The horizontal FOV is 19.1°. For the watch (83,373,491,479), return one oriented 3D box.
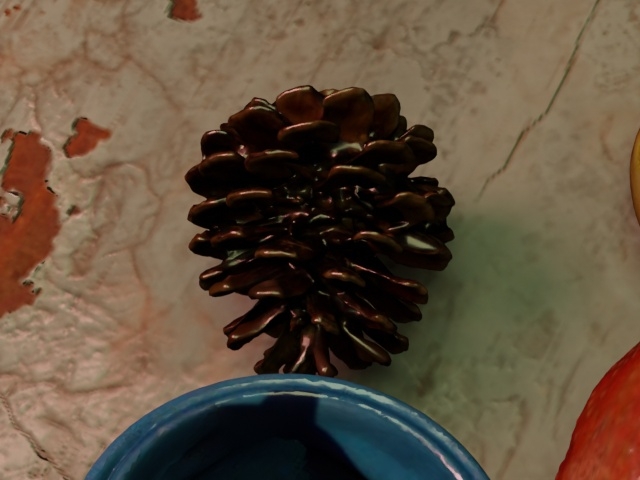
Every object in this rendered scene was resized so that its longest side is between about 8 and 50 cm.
[{"bbox_3d":[0.006,0.220,0.973,0.305,0.241,0.274,22,53,11],"label":"watch"}]

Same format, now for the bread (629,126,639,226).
[{"bbox_3d":[0.293,-0.044,1.129,0.213,0.104,0.213,-3,59,6],"label":"bread"}]

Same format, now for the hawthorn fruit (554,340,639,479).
[{"bbox_3d":[0.215,0.152,0.989,0.205,0.205,0.253,29,80,20],"label":"hawthorn fruit"}]

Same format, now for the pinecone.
[{"bbox_3d":[-0.001,0.007,1.109,0.163,0.163,0.165,-1,69,7],"label":"pinecone"}]
